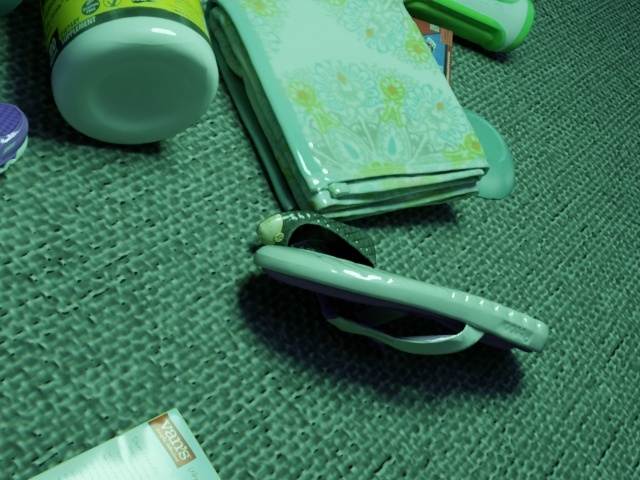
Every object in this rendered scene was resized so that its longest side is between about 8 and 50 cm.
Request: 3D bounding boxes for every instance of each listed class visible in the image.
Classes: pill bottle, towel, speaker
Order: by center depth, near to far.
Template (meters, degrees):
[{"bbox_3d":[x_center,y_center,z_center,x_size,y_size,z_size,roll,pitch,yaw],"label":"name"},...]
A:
[{"bbox_3d":[-0.245,-0.297,1.088,0.187,0.188,0.334,6,52,-34],"label":"pill bottle"},{"bbox_3d":[0.039,-0.202,1.272,0.320,0.090,0.375,-10,65,-32],"label":"towel"},{"bbox_3d":[0.237,-0.437,1.612,0.296,0.131,0.131,16,48,-26],"label":"speaker"}]

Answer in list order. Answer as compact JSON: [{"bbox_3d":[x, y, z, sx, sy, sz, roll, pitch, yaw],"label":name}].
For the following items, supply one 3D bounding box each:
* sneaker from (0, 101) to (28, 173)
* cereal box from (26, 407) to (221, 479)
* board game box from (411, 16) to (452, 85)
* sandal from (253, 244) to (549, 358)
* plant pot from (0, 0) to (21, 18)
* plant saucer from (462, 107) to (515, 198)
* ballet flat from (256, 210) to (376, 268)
[{"bbox_3d":[-0.395,-0.118,0.884,0.236,0.105,0.095,-11,52,-43],"label":"sneaker"},{"bbox_3d":[-0.179,0.266,0.769,0.240,0.047,0.173,-19,69,-45],"label":"cereal box"},{"bbox_3d":[0.141,-0.277,1.460,0.145,0.027,0.281,17,46,-7],"label":"board game box"},{"bbox_3d":[0.109,0.098,1.079,0.416,0.169,0.102,17,87,-26],"label":"sandal"},{"bbox_3d":[-0.415,-0.375,0.968,0.235,0.293,0.293,27,42,-37],"label":"plant pot"},{"bbox_3d":[0.248,-0.154,1.450,0.195,0.037,0.195,20,47,-23],"label":"plant saucer"},{"bbox_3d":[0.000,0.000,1.115,0.173,0.057,0.049,10,34,-32],"label":"ballet flat"}]
